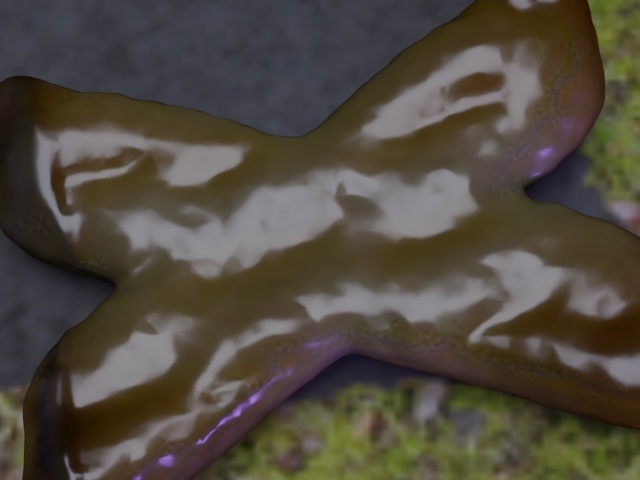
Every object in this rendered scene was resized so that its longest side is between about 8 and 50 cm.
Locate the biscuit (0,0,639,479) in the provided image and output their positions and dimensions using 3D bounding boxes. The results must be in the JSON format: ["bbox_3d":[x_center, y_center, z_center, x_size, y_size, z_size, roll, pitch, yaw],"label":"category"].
[{"bbox_3d":[0.000,0.001,0.505,0.208,0.047,0.164,-12,70,0],"label":"biscuit"}]
